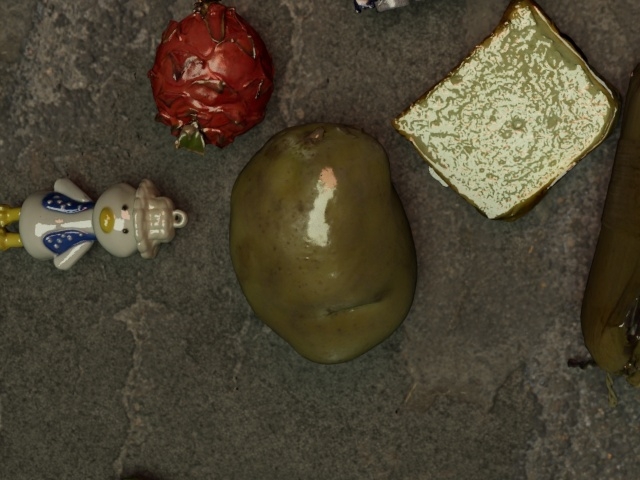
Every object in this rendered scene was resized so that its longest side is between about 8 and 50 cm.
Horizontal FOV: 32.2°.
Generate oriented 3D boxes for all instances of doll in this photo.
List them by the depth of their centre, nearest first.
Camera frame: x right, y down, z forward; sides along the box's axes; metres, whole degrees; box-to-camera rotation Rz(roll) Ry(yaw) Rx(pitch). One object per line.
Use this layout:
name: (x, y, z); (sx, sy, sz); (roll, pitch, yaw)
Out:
doll: (-0.337, -0.026, 1.627); (0.293, 0.119, 0.138); (-1, 80, 11)

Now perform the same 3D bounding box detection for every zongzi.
zongzi: (0.585, 0.041, 1.418); (0.467, 0.218, 0.500); (11, 106, 7)

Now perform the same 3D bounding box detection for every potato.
potato: (0.000, 0.000, 1.517); (0.243, 0.221, 0.326); (-10, 113, 22)

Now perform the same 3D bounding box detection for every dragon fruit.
dragon fruit: (-0.146, -0.222, 1.520); (0.172, 0.172, 0.209); (14, 97, 7)

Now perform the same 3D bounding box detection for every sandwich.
sandwich: (0.258, -0.171, 1.496); (0.226, 0.087, 0.251); (45, 106, -1)

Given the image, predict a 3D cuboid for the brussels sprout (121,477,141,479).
brussels sprout: (-0.302, 0.452, 1.734); (0.122, 0.151, 0.149); (27, 137, 33)

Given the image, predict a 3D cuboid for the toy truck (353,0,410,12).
toy truck: (0.171, -0.376, 1.432); (0.268, 0.155, 0.124); (-9, 102, 10)

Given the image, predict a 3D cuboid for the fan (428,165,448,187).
fan: (0.170, -0.116, 1.568); (0.083, 0.004, 0.056); (43, 106, -1)
